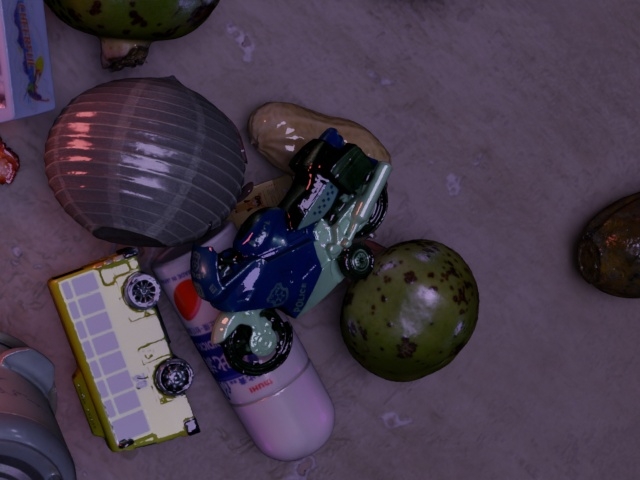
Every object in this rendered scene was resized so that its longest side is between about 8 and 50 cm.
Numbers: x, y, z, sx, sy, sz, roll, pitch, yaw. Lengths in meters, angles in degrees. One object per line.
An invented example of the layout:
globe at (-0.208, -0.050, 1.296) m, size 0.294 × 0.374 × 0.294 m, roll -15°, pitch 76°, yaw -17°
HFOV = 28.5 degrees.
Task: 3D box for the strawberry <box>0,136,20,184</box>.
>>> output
strawberry at (-0.474, -0.115, 1.661) m, size 0.152 × 0.048 × 0.103 m, roll 28°, pitch 77°, yaw -30°

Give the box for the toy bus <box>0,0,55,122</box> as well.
toy bus at (-0.419, -0.312, 1.578) m, size 0.109 × 0.136 × 0.329 m, roll -24°, pitch 117°, yaw -47°

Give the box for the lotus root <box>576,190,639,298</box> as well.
lotus root at (0.518, -0.003, 1.880) m, size 0.275 × 0.152 × 0.160 m, roll -19°, pitch 105°, yaw -12°

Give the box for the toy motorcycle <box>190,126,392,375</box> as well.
toy motorcycle at (-0.045, 0.007, 1.613) m, size 0.196 × 0.125 × 0.331 m, roll 42°, pitch 77°, yaw -28°

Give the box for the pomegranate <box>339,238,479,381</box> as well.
pomegranate at (0.099, 0.076, 1.761) m, size 0.214 × 0.214 × 0.248 m, roll -43°, pitch 66°, yaw -10°

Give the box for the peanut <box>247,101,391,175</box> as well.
peanut at (0.000, -0.132, 1.764) m, size 0.214 × 0.090 × 0.098 m, roll 13°, pitch 44°, yaw -15°

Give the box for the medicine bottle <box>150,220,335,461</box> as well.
medicine bottle at (-0.095, 0.148, 1.722) m, size 0.130 × 0.130 × 0.340 m, roll -31°, pitch 104°, yaw -12°

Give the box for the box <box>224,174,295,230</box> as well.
box at (-0.095, -0.039, 1.778) m, size 0.149 × 0.020 × 0.073 m, roll -19°, pitch 96°, yaw -14°

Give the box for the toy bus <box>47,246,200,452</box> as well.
toy bus at (-0.264, 0.151, 1.683) m, size 0.150 × 0.128 × 0.262 m, roll -20°, pitch 95°, yaw -13°

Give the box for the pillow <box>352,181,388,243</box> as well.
pillow at (0.001, 0.000, 1.742) m, size 0.241 × 0.051 × 0.093 m, roll -34°, pitch 61°, yaw 9°

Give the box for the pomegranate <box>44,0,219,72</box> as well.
pomegranate at (-0.246, -0.351, 1.625) m, size 0.254 × 0.254 × 0.270 m, roll -3°, pitch 104°, yaw -15°

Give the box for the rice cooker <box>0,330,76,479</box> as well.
rice cooker at (-0.444, 0.259, 1.556) m, size 0.264 × 0.317 × 0.316 m, roll 42°, pitch 80°, yaw -37°

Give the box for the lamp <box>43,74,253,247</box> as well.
lamp at (-0.221, -0.105, 1.636) m, size 0.265 × 0.233 × 0.233 m, roll 12°, pitch 88°, yaw 3°
